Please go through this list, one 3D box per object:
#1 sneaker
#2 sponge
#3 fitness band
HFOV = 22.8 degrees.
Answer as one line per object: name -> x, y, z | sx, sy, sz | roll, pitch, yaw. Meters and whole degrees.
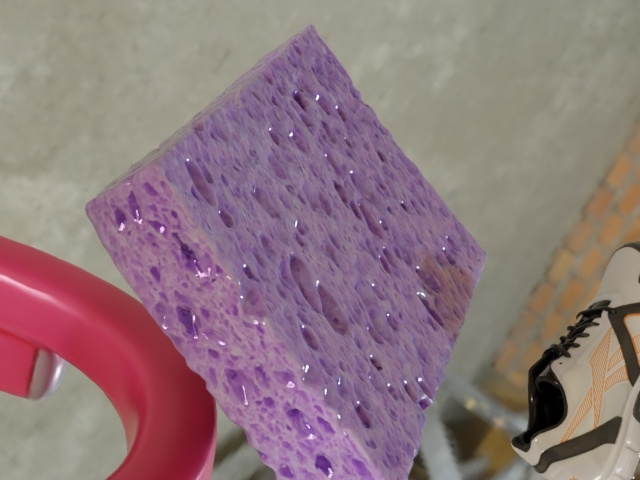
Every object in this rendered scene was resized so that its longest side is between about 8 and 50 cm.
sneaker -> 0.104, 0.044, 0.596 | 0.040, 0.044, 0.109 | -36, -151, 58
sponge -> 0.000, 0.000, 0.525 | 0.031, 0.117, 0.210 | -34, -172, 21
fitness band -> -0.177, 0.046, 0.492 | 0.209, 0.291, 0.054 | -71, 176, -67
